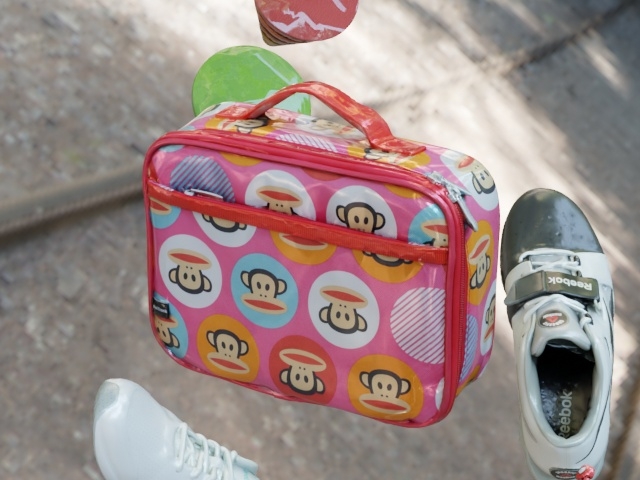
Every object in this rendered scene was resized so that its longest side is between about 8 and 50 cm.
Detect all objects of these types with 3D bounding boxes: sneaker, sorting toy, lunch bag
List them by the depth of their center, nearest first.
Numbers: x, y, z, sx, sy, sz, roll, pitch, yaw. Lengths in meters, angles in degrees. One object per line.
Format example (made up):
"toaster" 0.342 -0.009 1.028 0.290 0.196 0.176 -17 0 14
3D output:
"sneaker" -0.065 0.117 0.776 0.152 0.061 0.054 57 32 -43
"lunch bag" 0.000 0.000 1.228 0.293 0.258 0.120 12 26 25
"sneaker" 0.254 0.082 1.587 0.146 0.122 0.331 73 12 -68
"sorting toy" -0.079 -0.145 1.612 0.127 0.126 0.366 27 65 -10

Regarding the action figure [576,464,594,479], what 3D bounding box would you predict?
"action figure" 0.195 0.234 1.254 0.030 0.115 0.038 29 -19 27
